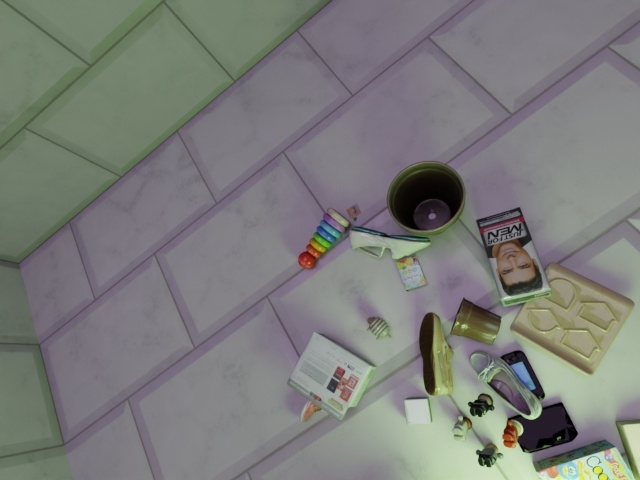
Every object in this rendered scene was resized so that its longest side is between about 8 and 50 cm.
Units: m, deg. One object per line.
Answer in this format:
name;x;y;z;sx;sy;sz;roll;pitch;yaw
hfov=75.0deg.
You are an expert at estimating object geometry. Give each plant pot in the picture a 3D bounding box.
plant pot;0.484;-0.152;1.863;0.324;0.280;0.322;-6;73;20
plant pot;0.647;0.342;1.730;0.165;0.167;0.166;19;83;17

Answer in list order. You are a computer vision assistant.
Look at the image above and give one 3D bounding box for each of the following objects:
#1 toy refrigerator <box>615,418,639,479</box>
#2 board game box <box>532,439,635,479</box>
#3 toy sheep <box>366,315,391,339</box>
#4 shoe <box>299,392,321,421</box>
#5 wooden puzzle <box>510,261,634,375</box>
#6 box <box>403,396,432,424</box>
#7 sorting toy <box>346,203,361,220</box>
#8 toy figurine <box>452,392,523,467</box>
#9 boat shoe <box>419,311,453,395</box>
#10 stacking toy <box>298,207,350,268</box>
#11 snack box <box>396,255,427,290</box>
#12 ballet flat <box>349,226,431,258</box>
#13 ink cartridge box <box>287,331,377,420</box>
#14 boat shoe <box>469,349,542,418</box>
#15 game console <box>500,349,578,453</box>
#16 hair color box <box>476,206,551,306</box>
toy refrigerator;1.129;0.769;1.439;0.094;0.102;0.269;-15;69;17
board game box;0.927;0.833;1.477;0.276;0.144;0.141;-27;67;13
toy sheep;0.267;0.399;1.899;0.132;0.091;0.091;40;92;12
shoe;-0.023;0.763;1.914;0.081;0.063;0.177;23;78;30
wooden puzzle;0.983;0.303;1.651;0.322;0.080;0.347;32;83;26
box;0.408;0.712;1.747;0.102;0.087;0.101;-10;71;19
sorting toy;0.173;-0.140;2.130;0.062;0.012;0.083;-28;66;11
toy figurine;0.638;0.728;1.608;0.213;0.148;0.209;39;114;27
boat shoe;0.499;0.479;1.778;0.110;0.122;0.340;5;77;-16
stacking toy;0.000;0.000;2.101;0.141;0.141;0.330;42;98;26
snack box;0.421;0.152;1.933;0.100;0.037;0.141;-21;68;16
ballet flat;0.320;0.022;1.976;0.401;0.139;0.139;10;79;28
ink cartridge box;0.048;0.610;1.892;0.310;0.130;0.271;27;83;26
boat shoe;0.710;0.554;1.633;0.118;0.103;0.320;-50;50;13
game console;0.815;0.621;1.639;0.213;0.044;0.361;-25;67;13
hair color box;0.793;0.066;1.728;0.186;0.114;0.374;-19;59;22
